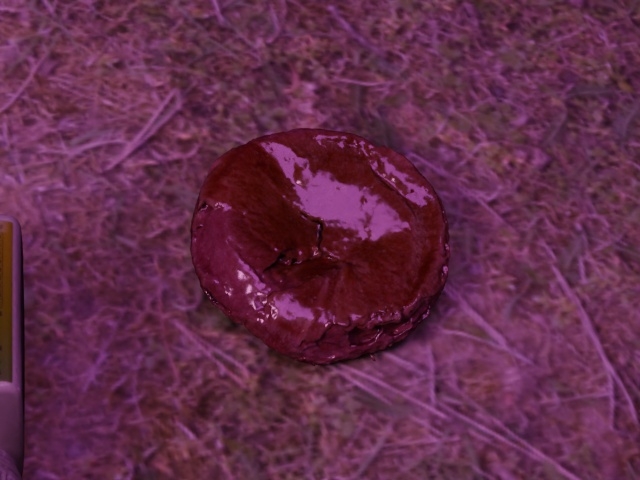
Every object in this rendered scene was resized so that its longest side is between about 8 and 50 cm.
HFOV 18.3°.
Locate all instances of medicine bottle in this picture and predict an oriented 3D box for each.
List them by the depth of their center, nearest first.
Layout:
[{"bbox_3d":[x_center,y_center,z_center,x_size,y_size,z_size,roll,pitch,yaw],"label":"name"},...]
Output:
[{"bbox_3d":[-0.217,0.093,1.167,0.088,0.132,0.188,2,53,-11],"label":"medicine bottle"}]

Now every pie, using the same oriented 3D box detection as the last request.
[{"bbox_3d":[0.000,0.000,1.341,0.182,0.049,0.182,6,57,-9],"label":"pie"}]
